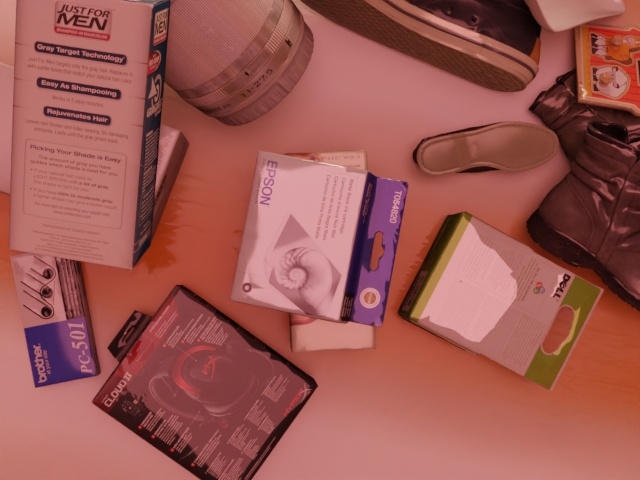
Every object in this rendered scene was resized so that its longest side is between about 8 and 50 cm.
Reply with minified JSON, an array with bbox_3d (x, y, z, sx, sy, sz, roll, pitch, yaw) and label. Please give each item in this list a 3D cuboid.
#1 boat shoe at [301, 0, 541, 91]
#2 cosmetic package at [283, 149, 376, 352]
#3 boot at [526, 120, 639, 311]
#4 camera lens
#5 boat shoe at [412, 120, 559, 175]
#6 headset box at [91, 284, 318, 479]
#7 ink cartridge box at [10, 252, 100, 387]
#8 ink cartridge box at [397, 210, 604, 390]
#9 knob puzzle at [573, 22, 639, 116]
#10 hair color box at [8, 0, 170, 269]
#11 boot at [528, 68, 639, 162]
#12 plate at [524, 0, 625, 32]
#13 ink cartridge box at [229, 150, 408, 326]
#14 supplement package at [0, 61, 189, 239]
[{"bbox_3d":[0.124,-0.393,1.493,0.501,0.187,0.155,22,85,-10],"label":"boat shoe"},{"bbox_3d":[0.011,0.017,1.485,0.129,0.153,0.296,-3,87,-2],"label":"cosmetic package"},{"bbox_3d":[0.509,-0.021,1.491,0.338,0.118,0.222,29,118,-4],"label":"boot"},{"bbox_3d":[-0.170,-0.323,1.399,0.274,0.219,0.219,40,85,-37],"label":"camera lens"},{"bbox_3d":[0.260,-0.148,1.547,0.228,0.068,0.081,-5,100,-4],"label":"boat shoe"},{"bbox_3d":[-0.185,0.219,1.483,0.293,0.110,0.218,35,86,-2],"label":"headset box"},{"bbox_3d":[-0.408,0.116,1.503,0.097,0.046,0.207,-11,89,-3],"label":"ink cartridge box"},{"bbox_3d":[0.280,0.097,1.530,0.255,0.097,0.188,28,86,-6],"label":"ink cartridge box"},{"bbox_3d":[0.503,-0.277,1.542,0.213,0.030,0.213,3,57,-4],"label":"knob puzzle"},{"bbox_3d":[-0.300,-0.150,1.264,0.174,0.105,0.347,9,110,2],"label":"hair color box"},{"bbox_3d":[0.472,-0.227,1.563,0.247,0.083,0.161,-31,85,-6],"label":"boot"},{"bbox_3d":[0.351,-0.456,1.511,0.278,0.045,0.277,-25,90,-47],"label":"plate"},{"bbox_3d":[0.000,0.000,1.387,0.224,0.045,0.223,10,88,0],"label":"ink cartridge box"},{"bbox_3d":[-0.367,-0.126,1.447,0.293,0.175,0.177,20,89,-3],"label":"supplement package"}]
